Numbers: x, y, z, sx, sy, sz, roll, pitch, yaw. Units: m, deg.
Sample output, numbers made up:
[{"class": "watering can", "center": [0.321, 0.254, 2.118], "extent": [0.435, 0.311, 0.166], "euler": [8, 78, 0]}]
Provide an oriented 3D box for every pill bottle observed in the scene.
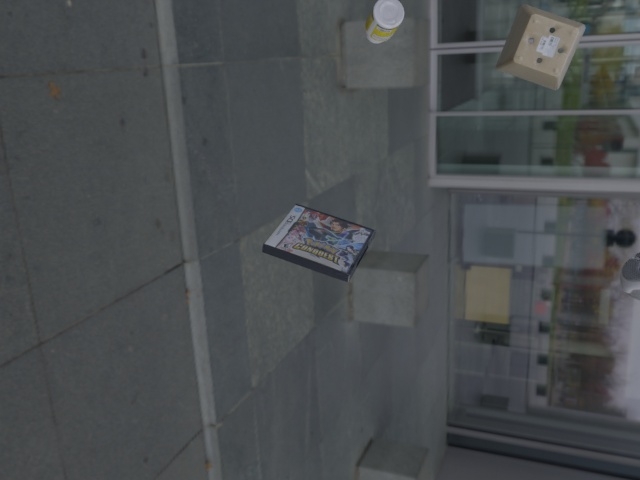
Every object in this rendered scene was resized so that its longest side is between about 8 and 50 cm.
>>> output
[{"class": "pill bottle", "center": [0.128, -0.451, 1.316], "extent": [0.116, 0.065, 0.065], "euler": [163, -68, -81]}]

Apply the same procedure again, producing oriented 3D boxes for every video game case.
[{"class": "video game case", "center": [0.000, 0.000, 1.913], "extent": [0.248, 0.275, 0.035], "euler": [-55, 160, -50]}]

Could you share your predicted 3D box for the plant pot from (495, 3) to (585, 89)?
[{"class": "plant pot", "center": [0.345, -0.302, 0.989], "extent": [0.096, 0.109, 0.109], "euler": [-46, 156, -70]}]

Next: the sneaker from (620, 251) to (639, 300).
[{"class": "sneaker", "center": [0.518, 0.067, 0.780], "extent": [0.105, 0.281, 0.115], "euler": [-71, 159, -62]}]
